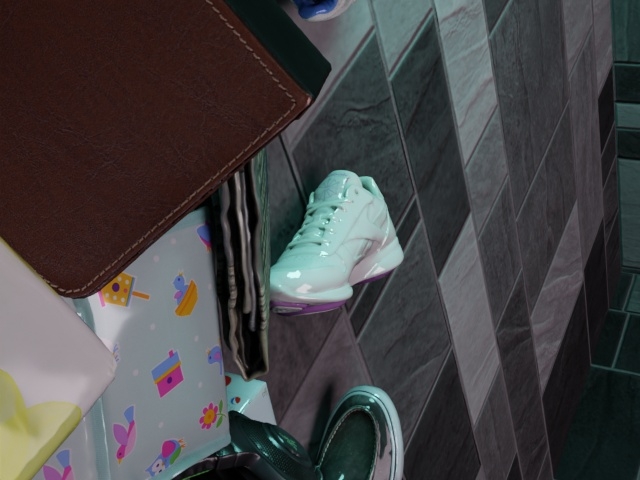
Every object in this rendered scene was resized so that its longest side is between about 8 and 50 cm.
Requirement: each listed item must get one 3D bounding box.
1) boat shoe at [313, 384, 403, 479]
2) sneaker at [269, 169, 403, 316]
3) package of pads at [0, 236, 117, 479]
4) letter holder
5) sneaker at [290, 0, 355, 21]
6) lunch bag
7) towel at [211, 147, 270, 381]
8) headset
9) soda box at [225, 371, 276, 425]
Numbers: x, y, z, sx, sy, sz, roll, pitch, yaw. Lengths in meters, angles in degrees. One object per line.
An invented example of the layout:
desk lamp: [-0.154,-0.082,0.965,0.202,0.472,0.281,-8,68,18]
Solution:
boat shoe: [0.026,0.362,1.208,0.119,0.121,0.335,17,85,-66]
sneaker: [0.000,0.000,1.098,0.305,0.114,0.152,-29,109,-61]
package of pads: [-0.276,0.047,0.456,0.296,0.101,0.229,50,51,-17]
letter holder: [-0.174,-0.143,0.564,0.302,0.214,0.152,48,15,-10]
sneaker: [-0.003,-0.384,0.922,0.323,0.130,0.236,74,33,-49]
lunch bag: [-0.202,0.097,0.676,0.262,0.160,0.223,-23,116,-50]
towel: [-0.078,-0.079,0.828,0.324,0.056,0.312,-99,-172,-69]
headset: [-0.062,0.297,0.880,0.394,0.185,0.243,1,119,-42]
soda box: [-0.087,0.253,1.017,0.069,0.074,0.216,-50,139,-45]
